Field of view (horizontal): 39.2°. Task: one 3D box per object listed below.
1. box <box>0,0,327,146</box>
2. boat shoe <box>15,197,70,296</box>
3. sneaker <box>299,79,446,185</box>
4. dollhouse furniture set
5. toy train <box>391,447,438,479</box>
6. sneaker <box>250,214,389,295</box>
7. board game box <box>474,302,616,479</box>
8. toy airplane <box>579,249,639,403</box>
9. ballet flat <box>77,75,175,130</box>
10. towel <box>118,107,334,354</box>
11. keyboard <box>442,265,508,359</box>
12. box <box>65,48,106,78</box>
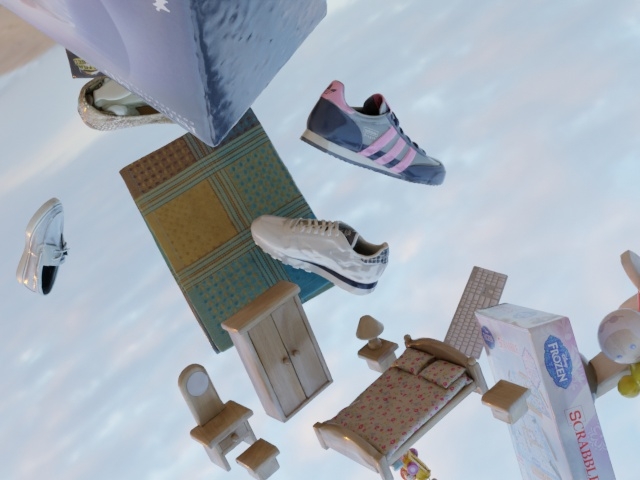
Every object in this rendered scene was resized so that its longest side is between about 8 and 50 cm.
[{"bbox_3d":[-0.152,-0.262,0.660,0.183,0.296,0.294,-53,170,-16],"label":"box"},{"bbox_3d":[-0.520,0.017,1.727,0.079,0.081,0.227,-42,165,-52],"label":"boat shoe"},{"bbox_3d":[0.120,-0.187,1.607,0.112,0.319,0.131,34,-74,51],"label":"sneaker"},{"bbox_3d":[0.026,0.189,1.155,0.303,0.174,0.355,-36,-152,-28],"label":"dollhouse furniture set"},{"bbox_3d":[0.140,0.376,1.387,0.046,0.166,0.125,-45,160,15],"label":"toy train"},{"bbox_3d":[0.000,0.000,1.479,0.090,0.235,0.095,-64,174,-51],"label":"sneaker"},{"bbox_3d":[0.350,0.264,1.404,0.066,0.318,0.318,-17,-178,-4],"label":"board game box"},{"bbox_3d":[0.546,0.157,1.440,0.384,0.272,0.386,15,-96,61],"label":"toy airplane"},{"bbox_3d":[-0.178,-0.169,1.027,0.206,0.073,0.067,-14,166,-2],"label":"ballet flat"},{"bbox_3d":[-0.153,-0.026,1.580,0.271,0.370,0.040,-29,175,-5],"label":"towel"},{"bbox_3d":[0.297,0.133,1.711,0.072,0.014,0.256,12,-141,18],"label":"keyboard"},{"bbox_3d":[-0.278,-0.388,1.697,0.295,0.073,0.293,2,-150,18],"label":"box"}]
